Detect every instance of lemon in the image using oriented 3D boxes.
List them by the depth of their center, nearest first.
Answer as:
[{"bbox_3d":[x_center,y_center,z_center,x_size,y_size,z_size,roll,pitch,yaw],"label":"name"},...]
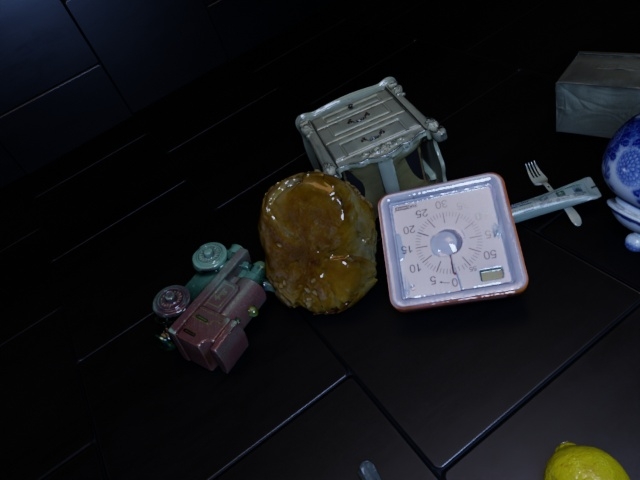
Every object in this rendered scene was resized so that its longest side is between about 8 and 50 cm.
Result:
[{"bbox_3d":[0.362,0.336,0.708,0.109,0.109,0.133,-19,48,5],"label":"lemon"}]

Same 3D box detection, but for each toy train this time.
[{"bbox_3d":[-0.227,0.138,1.181,0.221,0.150,0.304,18,53,25],"label":"toy train"}]

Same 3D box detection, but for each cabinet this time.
[{"bbox_3d":[0.133,-0.205,1.305,0.289,0.228,0.318,-23,40,-1],"label":"cabinet"}]

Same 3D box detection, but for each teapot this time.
[{"bbox_3d":[0.638,-0.102,0.953,0.252,0.280,0.424,17,25,1],"label":"teapot"}]

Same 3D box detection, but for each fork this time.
[{"bbox_3d":[0.525,-0.106,1.176,0.033,0.029,0.220,-15,45,-2],"label":"fork"}]

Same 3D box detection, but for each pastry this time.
[{"bbox_3d":[0.000,0.000,1.124,0.254,0.311,0.162,3,17,16],"label":"pastry"}]

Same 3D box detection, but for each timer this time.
[{"bbox_3d":[0.263,0.024,1.058,0.257,0.161,0.250,-11,50,14],"label":"timer"}]

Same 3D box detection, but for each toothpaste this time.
[{"bbox_3d":[0.485,-0.079,1.133,0.218,0.041,0.064,-19,46,15],"label":"toothpaste"}]

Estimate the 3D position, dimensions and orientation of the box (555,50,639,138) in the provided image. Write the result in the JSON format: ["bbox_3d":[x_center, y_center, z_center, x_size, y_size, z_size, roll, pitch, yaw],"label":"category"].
[{"bbox_3d":[0.705,-0.348,1.247,0.231,0.155,0.149,21,57,38],"label":"box"}]

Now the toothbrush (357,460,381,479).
[{"bbox_3d":[0.128,0.447,0.761,0.030,0.031,0.297,-8,34,-22],"label":"toothbrush"}]
